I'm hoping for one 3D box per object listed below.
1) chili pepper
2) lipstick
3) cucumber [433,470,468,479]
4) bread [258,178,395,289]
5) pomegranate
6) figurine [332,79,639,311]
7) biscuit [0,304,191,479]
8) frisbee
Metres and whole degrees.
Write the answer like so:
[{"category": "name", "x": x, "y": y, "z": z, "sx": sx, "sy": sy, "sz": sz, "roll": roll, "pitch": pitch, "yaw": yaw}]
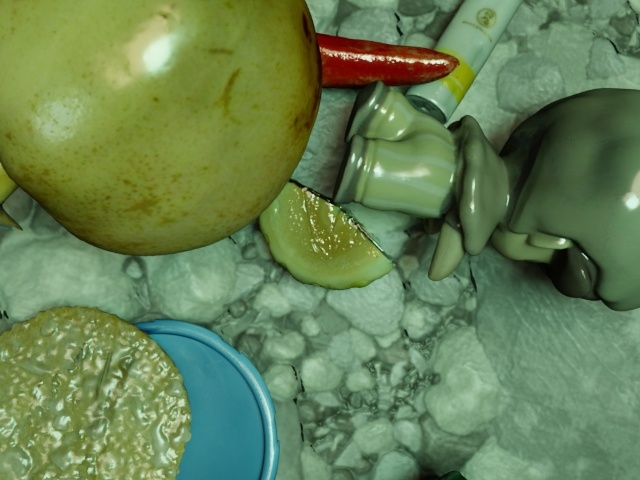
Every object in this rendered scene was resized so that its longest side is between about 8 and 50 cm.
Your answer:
[{"category": "chili pepper", "x": 0.005, "y": -0.191, "z": 0.658, "sx": 0.272, "sy": 0.071, "sz": 0.063, "roll": 11, "pitch": 88, "yaw": 2}, {"category": "lipstick", "x": 0.182, "y": -0.250, "z": 0.701, "sx": 0.059, "sy": 0.059, "sz": 0.264, "roll": 33, "pitch": 82, "yaw": -5}, {"category": "cucumber", "x": 0.119, "y": 0.328, "z": 0.597, "sx": 0.130, "sy": 0.191, "sz": 0.191, "roll": -28, "pitch": 90, "yaw": -9}, {"category": "bread", "x": 0.000, "y": 0.000, "z": 0.642, "sx": 0.157, "sy": 0.083, "sz": 0.094, "roll": 23, "pitch": 89, "yaw": 4}, {"category": "pomegranate", "x": -0.158, "y": -0.131, "z": 0.527, "sx": 0.319, "sy": 0.319, "sz": 0.319, "roll": 1, "pitch": 86, "yaw": -9}, {"category": "figurine", "x": 0.207, "y": -0.056, "z": 0.613, "sx": 0.381, "sy": 0.248, "sz": 0.203, "roll": 11, "pitch": 125, "yaw": -3}, {"category": "biscuit", "x": -0.227, "y": 0.169, "z": 0.587, "sx": 0.220, "sy": 0.033, "sz": 0.219, "roll": 0, "pitch": 81, "yaw": 0}, {"category": "frisbee", "x": -0.159, "y": 0.198, "z": 0.618, "sx": 0.242, "sy": 0.045, "sz": 0.242, "roll": 0, "pitch": 79, "yaw": -1}]
